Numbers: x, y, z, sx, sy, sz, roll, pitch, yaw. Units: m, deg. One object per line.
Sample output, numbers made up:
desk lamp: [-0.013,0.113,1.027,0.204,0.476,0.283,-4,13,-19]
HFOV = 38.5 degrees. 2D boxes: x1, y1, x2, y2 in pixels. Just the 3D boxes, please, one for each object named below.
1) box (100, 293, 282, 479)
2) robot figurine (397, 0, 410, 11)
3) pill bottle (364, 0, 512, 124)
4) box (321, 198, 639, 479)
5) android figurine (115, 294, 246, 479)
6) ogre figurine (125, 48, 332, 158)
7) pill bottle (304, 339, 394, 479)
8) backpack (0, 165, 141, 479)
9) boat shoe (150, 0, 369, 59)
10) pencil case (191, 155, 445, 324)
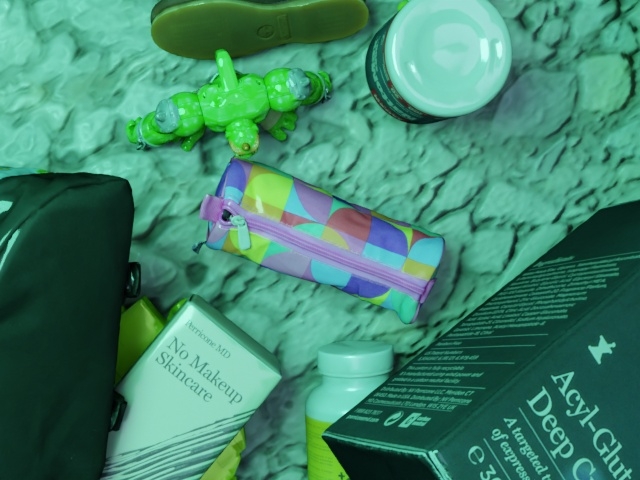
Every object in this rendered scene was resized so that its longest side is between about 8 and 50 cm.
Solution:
box: [-0.161,0.187,0.815,0.113,0.094,0.275,38,89,-4]
robot figurine: [0.111,-0.259,0.887,0.115,0.067,0.101,24,99,-7]
pill bottle: [0.097,-0.160,0.835,0.108,0.180,0.108,0,94,-6]
box: [0.259,0.176,0.806,0.395,0.212,0.293,-36,96,-23]
android figurine: [-0.183,0.170,0.887,0.248,0.056,0.273,-40,96,-3]
ogre figurine: [-0.084,-0.125,0.848,0.197,0.118,0.096,4,93,-6]
pill bottle: [0.037,0.194,0.889,0.103,0.103,0.184,-3,94,-6]
backpack: [-0.356,0.055,0.727,0.356,0.273,0.290,17,102,33]
boat shoe: [-0.060,-0.224,0.875,0.207,0.073,0.073,-6,57,-9]
pencil case: [0.000,0.000,0.876,0.236,0.104,0.104,19,91,-8]
